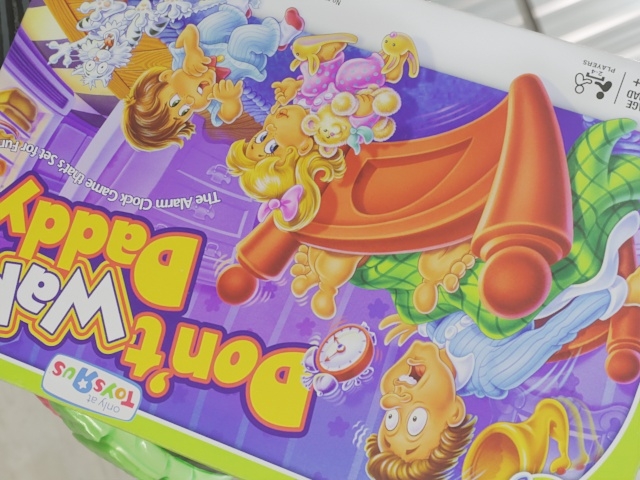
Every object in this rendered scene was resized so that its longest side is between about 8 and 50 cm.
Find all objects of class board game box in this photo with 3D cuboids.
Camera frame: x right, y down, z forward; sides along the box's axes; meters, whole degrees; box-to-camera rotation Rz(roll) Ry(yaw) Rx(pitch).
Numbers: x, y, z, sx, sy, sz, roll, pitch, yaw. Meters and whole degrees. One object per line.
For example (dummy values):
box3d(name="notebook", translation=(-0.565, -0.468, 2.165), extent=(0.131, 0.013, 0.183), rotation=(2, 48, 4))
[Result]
box3d(name="board game box", translation=(0.000, 0.000, 0.607), extent=(0.078, 0.347, 0.233), rotation=(46, 64, -72))

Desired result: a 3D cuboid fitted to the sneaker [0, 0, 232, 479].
box3d(name="sneaker", translation=(-0.136, -0.012, 0.809), extent=(0.185, 0.202, 0.483), rotation=(35, -23, 45))
